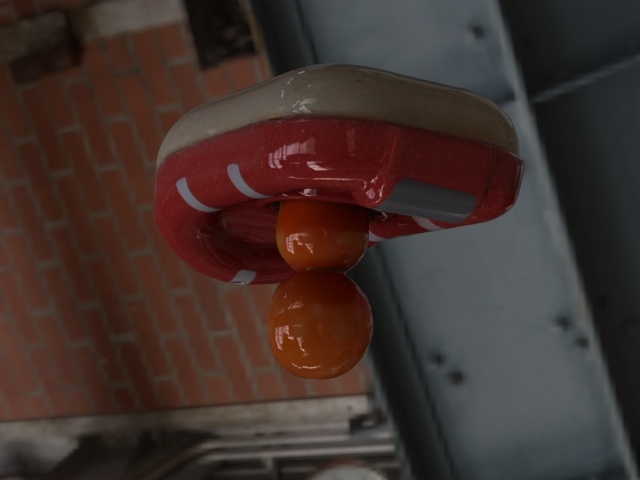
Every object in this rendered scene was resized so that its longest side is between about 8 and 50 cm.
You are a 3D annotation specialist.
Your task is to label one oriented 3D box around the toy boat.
[{"bbox_3d":[0.000,0.000,0.856,0.151,0.231,0.151,10,-101,-29],"label":"toy boat"}]
